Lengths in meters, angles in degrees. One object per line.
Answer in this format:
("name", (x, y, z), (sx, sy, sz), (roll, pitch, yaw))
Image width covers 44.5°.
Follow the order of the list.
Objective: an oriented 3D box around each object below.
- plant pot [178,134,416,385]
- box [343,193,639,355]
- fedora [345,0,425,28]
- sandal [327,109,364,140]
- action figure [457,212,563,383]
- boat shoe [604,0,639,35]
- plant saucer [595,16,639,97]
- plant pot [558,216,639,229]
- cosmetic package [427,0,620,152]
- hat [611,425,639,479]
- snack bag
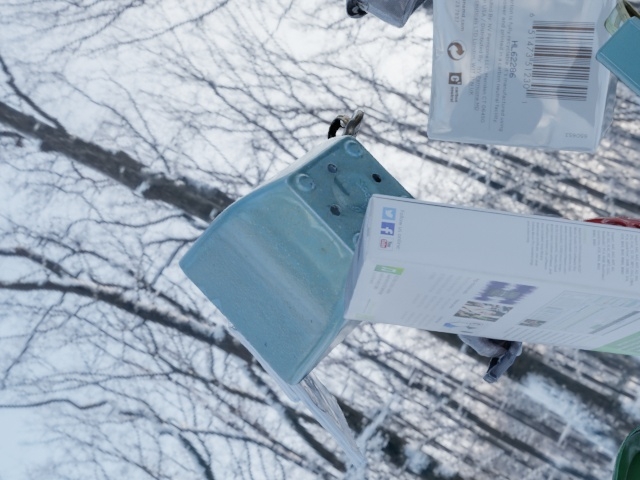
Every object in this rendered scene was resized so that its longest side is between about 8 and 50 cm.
("plant pot", (0.000, 0.000, 1.089), (0.247, 0.248, 0.252), (-39, -7, -39))
("box", (0.187, 0.042, 0.678), (0.232, 0.322, 0.058), (99, 179, -73))
("fedora", (0.169, -0.527, 1.591), (0.243, 0.124, 0.275), (-46, -4, -11))
("sandal", (0.040, -0.210, 1.560), (0.219, 0.060, 0.090), (-61, -7, -58))
("action figure", (0.352, 0.079, 1.502), (0.341, 0.179, 0.330), (-50, -19, -40))
("boat shoe", (0.520, -0.319, 1.235), (0.056, 0.153, 0.048), (-25, -27, -31))
("plant saucer", (0.402, -0.191, 0.918), (0.018, 0.192, 0.067), (17, -58, -46))
("plant pot", (0.455, 0.048, 1.306), (0.191, 0.174, 0.191), (-172, 90, -79))
("cosmetic package", (0.430, -0.380, 1.588), (0.394, 0.327, 0.329), (-33, -53, -61))
("hat", (0.327, 0.197, 0.544), (0.173, 0.184, 0.208), (21, -120, -39))
("snack bag", (-0.056, 0.243, 1.453), (0.037, 0.342, 0.323), (-40, 12, -1))
